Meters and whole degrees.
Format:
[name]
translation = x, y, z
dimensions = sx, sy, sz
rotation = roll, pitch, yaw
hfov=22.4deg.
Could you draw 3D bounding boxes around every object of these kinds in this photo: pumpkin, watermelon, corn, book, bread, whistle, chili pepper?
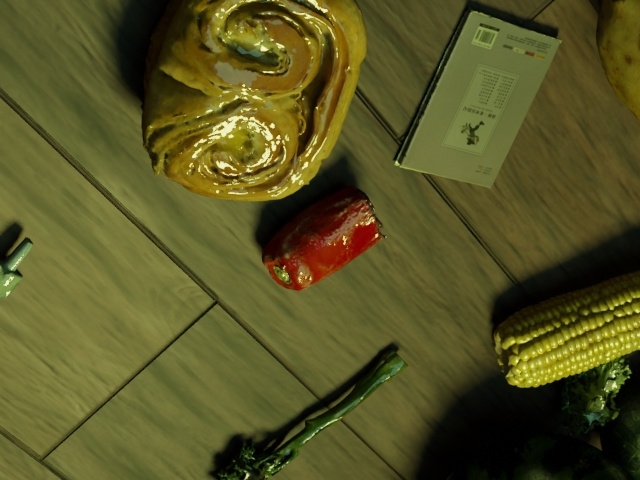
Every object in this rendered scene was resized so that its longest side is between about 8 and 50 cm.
[pumpkin]
translation = 0.427, 0.235, 1.979
dimensions = 0.167, 0.125, 0.167
rotation = -17, 125, -25
[watermelon]
translation = 0.254, 0.352, 1.880
dimensions = 0.269, 0.269, 0.269
rotation = -13, 124, -20
[corn]
translation = 0.317, 0.096, 1.849
dimensions = 0.244, 0.093, 0.093
rotation = -18, 126, -8
[book]
translation = 0.165, -0.145, 1.682
dimensions = 0.127, 0.014, 0.182
rotation = 12, 113, -32
[bread]
translation = -0.061, -0.151, 1.495
dimensions = 0.198, 0.120, 0.236
rotation = 8, 115, -29
[whistle]
translation = -0.307, 0.038, 1.539
dimensions = 0.035, 0.035, 0.100
rotation = 33, 99, -37
[chili pepper]
translation = 0.000, 0.000, 1.653
dimensions = 0.123, 0.070, 0.073
rotation = -34, 172, -10

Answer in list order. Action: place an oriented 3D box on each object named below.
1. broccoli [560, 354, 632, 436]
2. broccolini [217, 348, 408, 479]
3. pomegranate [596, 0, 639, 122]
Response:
[broccoli]
translation = 0.328, 0.181, 1.920
dimensions = 0.097, 0.092, 0.095
rotation = -16, 105, 1
[broccolini]
translation = -0.015, 0.203, 1.800
dimensions = 0.254, 0.071, 0.057
rotation = -42, 87, -7
[pomegranate]
translation = 0.405, -0.217, 1.627
dimensions = 0.260, 0.260, 0.260
rotation = -13, 124, -20
